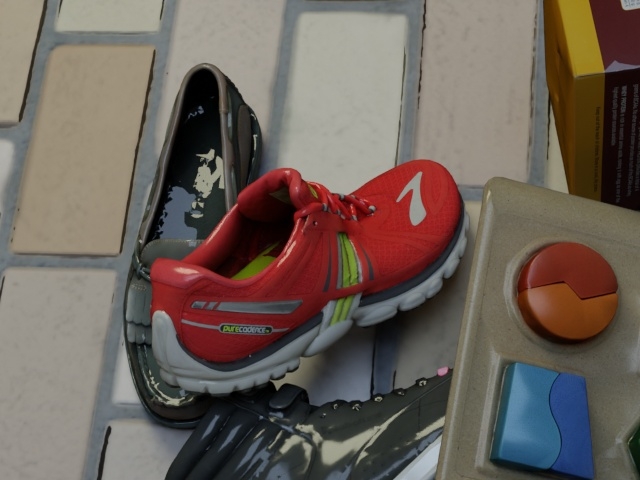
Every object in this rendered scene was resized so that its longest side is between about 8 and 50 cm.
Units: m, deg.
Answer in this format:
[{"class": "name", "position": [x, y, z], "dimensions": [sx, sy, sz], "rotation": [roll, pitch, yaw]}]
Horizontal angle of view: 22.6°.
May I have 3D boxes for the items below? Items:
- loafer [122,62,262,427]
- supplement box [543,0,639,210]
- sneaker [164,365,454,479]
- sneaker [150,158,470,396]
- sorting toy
[{"class": "loafer", "position": [-0.097, -0.003, 1.144], "dimensions": [0.096, 0.084, 0.267], "rotation": [0, 62, 8]}, {"class": "supplement box", "position": [0.259, -0.127, 1.096], "dimensions": [0.194, 0.191, 0.129], "rotation": [-9, 61, 5]}, {"class": "sneaker", "position": [0.022, 0.118, 1.049], "dimensions": [0.296, 0.104, 0.147], "rotation": [-39, 69, -8]}, {"class": "sneaker", "position": [0.000, 0.000, 1.070], "dimensions": [0.107, 0.118, 0.279], "rotation": [17, 37, 40]}, {"class": "sorting toy", "position": [0.234, 0.093, 0.998], "dimensions": [0.307, 0.041, 0.229], "rotation": [14, 70, -8]}]
